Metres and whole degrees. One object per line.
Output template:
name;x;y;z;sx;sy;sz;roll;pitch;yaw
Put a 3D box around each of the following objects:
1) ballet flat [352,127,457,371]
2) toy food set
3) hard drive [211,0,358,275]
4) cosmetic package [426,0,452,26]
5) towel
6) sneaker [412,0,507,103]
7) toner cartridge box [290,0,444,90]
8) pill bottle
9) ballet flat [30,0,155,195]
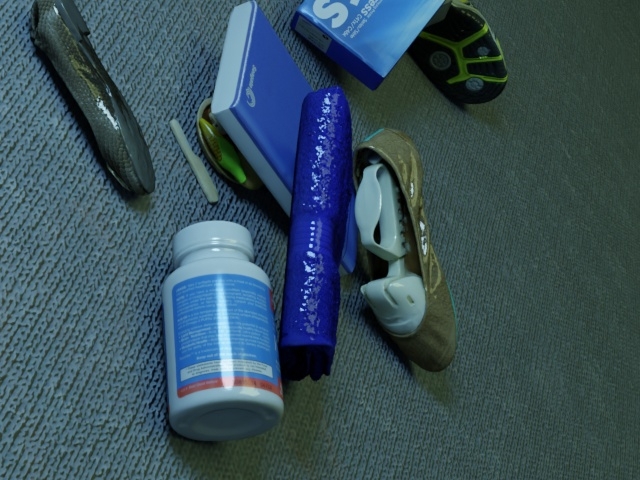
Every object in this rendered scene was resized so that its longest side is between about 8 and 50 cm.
ballet flat;0.100;0.016;1.776;0.124;0.116;0.343;-8;90;-55
toy food set;-0.106;-0.127;1.678;0.132;0.038;0.192;62;31;-3
hard drive;-0.034;-0.130;1.724;0.319;0.040;0.210;54;30;-39
cosmetic package;0.072;-0.472;2.068;0.113;0.160;0.310;114;-48;-82
towel;0.000;0.000;1.523;0.228;0.076;0.308;106;-11;-75
sneaker;0.205;-0.404;2.260;0.385;0.145;0.147;51;32;-24
toner cartridge box;0.124;-0.410;1.962;0.165;0.075;0.348;37;77;-2
pill bottle;-0.109;0.095;1.421;0.124;0.124;0.222;26;47;-45
ballet flat;-0.258;-0.159;1.470;0.250;0.058;0.084;64;8;-10
